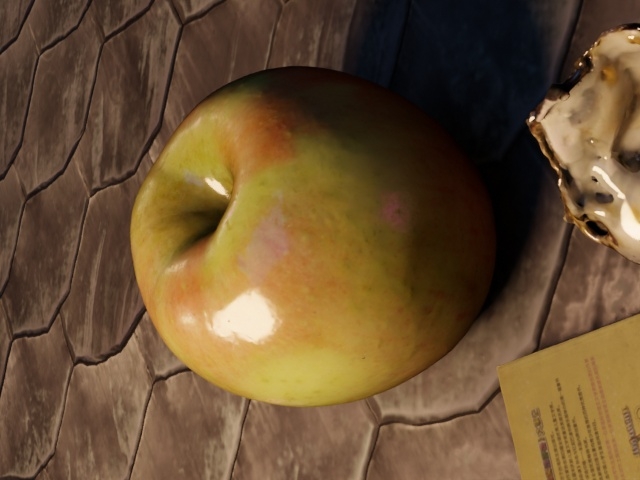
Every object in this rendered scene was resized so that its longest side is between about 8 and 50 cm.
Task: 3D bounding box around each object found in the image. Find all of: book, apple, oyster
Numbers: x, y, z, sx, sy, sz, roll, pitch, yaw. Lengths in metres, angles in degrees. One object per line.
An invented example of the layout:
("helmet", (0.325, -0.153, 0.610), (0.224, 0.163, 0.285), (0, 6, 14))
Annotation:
("book", (0.233, 0.151, 0.939), (0.192, 0.013, 0.168), (-26, 64, 38))
("apple", (0.000, 0.000, 1.087), (0.319, 0.277, 0.319), (-23, 59, 43))
("oyster", (0.264, -0.068, 0.857), (0.223, 0.214, 0.083), (9, 50, 31))
